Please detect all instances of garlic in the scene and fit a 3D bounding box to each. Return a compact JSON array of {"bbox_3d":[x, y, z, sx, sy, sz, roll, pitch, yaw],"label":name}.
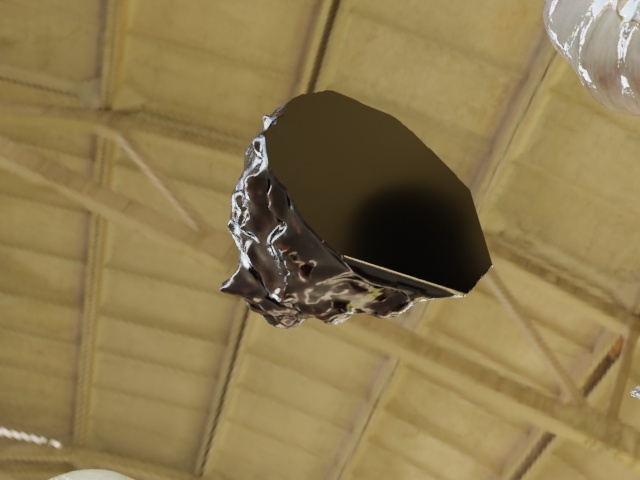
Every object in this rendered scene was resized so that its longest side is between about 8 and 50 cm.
[{"bbox_3d":[0.353,-0.182,0.959,0.245,0.245,0.253,-5,-37,35],"label":"garlic"}]

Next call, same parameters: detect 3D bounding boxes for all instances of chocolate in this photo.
[{"bbox_3d":[0.000,0.000,0.935,0.224,0.206,0.177,19,-48,-29],"label":"chocolate"}]

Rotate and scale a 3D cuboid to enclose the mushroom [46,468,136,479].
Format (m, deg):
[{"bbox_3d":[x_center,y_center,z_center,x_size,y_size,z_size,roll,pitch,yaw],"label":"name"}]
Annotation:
[{"bbox_3d":[-0.286,0.414,1.318,0.246,0.202,0.246,1,-69,3],"label":"mushroom"}]

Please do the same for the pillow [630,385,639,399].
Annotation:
[{"bbox_3d":[0.593,0.284,1.617,0.233,0.126,0.043,24,-77,-19],"label":"pillow"}]
